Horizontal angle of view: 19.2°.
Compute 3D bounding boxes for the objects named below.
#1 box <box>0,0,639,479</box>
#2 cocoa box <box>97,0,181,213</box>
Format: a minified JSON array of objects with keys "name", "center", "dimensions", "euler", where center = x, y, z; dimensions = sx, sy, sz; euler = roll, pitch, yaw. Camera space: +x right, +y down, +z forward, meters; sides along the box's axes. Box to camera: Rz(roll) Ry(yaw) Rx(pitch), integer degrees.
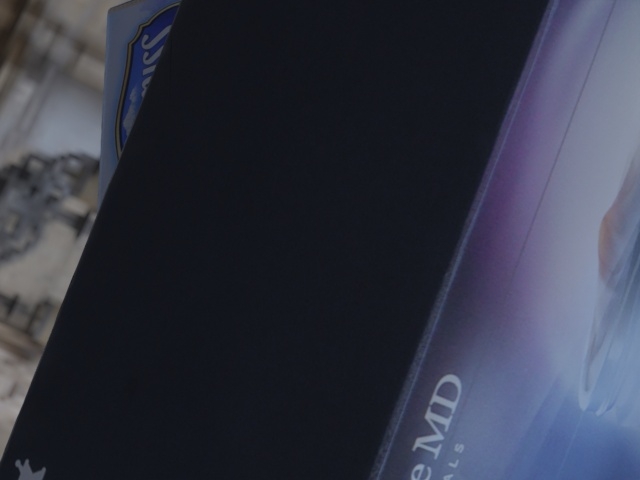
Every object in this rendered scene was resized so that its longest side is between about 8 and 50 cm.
[{"name":"box","center":[0.068,0.032,0.769],"dimensions":[0.183,0.294,0.296],"euler":[17,-95,42]},{"name":"cocoa box","center":[0.000,0.000,1.255],"dimensions":[0.228,0.231,0.347],"euler":[-17,-130,19]}]
